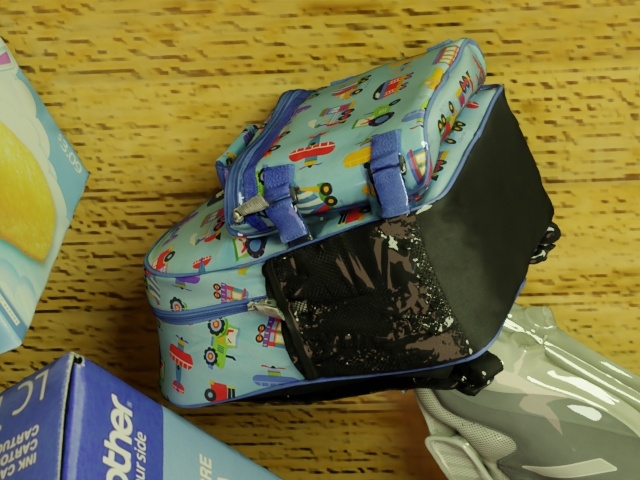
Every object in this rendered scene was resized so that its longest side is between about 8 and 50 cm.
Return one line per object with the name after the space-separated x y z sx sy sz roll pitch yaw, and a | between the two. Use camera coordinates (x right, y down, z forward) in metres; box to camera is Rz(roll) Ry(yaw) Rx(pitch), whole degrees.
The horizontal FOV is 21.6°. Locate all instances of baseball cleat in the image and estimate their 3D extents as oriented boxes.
0.135 0.106 0.815 0.206 0.072 0.109 36 129 12 | baseball cleat

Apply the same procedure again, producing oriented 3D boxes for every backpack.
0.000 0.000 0.733 0.173 0.158 0.117 -14 110 26 | backpack

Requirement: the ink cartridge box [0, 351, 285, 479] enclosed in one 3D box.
-0.112 0.216 0.787 0.270 0.151 0.395 -29 133 30 | ink cartridge box

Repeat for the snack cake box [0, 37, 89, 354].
-0.212 -0.081 0.700 0.089 0.152 0.264 -22 117 18 | snack cake box
